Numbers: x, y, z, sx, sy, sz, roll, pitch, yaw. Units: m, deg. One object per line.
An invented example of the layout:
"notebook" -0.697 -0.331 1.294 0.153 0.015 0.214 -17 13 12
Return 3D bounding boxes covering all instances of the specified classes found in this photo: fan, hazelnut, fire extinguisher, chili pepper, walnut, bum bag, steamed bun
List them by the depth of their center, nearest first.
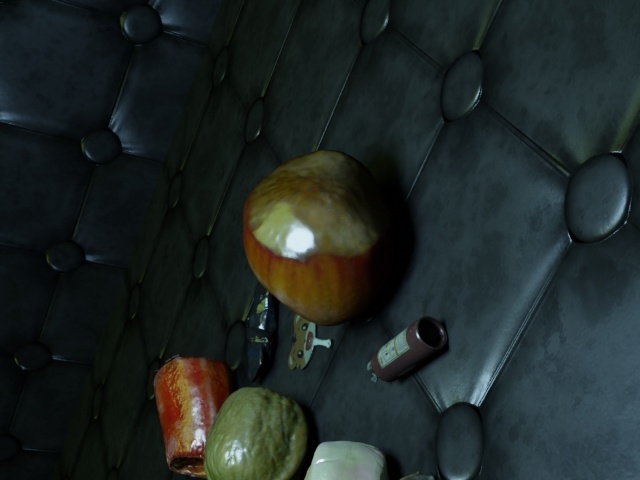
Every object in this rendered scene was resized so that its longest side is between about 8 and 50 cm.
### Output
"steamed bun" 0.042 0.503 1.754 0.152 0.170 0.238 33 -117 -79
"fire extinguisher" 0.158 0.216 1.813 0.231 0.071 0.099 -45 12 49
"hazelnut" -0.001 -0.006 1.965 0.366 0.366 0.365 -37 47 53
"walnut" -0.141 0.464 2.113 0.283 0.227 0.282 -15 45 15
"fan" -0.024 0.239 2.222 0.227 0.008 0.152 -7 71 63
"bum bag" -0.156 0.220 2.425 0.137 0.074 0.309 134 142 -63
"chili pepper" -0.347 0.489 2.516 0.251 0.229 0.305 -31 49 35

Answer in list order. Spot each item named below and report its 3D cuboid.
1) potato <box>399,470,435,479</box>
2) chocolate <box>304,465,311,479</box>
"potato" 0.108 0.553 1.607 0.211 0.190 0.264 -56 33 37
"chocolate" -0.042 0.678 1.891 0.162 0.162 0.445 30 105 63
